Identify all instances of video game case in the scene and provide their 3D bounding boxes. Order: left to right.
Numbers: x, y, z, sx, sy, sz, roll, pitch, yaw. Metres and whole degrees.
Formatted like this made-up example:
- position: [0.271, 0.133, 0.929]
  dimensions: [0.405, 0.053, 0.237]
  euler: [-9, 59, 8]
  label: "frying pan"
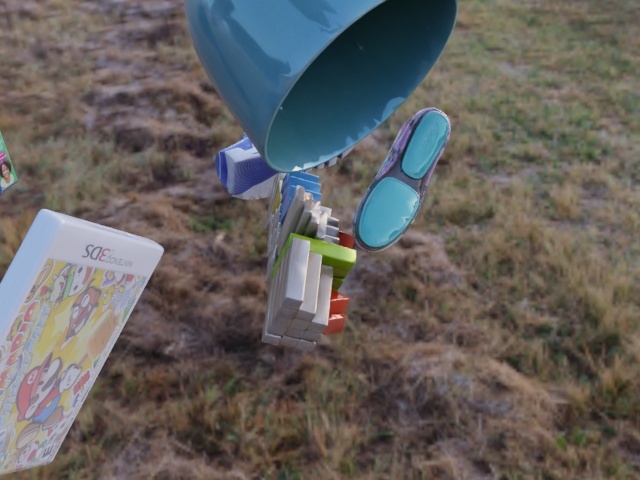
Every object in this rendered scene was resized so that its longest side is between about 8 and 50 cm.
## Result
- position: [-0.224, 0.091, 0.807]
  dimensions: [0.026, 0.227, 0.206]
  euler: [29, 0, 14]
  label: "video game case"

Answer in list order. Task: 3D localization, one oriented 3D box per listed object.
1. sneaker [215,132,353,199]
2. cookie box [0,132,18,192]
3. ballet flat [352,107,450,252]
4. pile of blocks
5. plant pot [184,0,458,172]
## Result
- position: [-0.096, -0.207, 1.968]
  dimensions: [0.315, 0.127, 0.182]
  euler: [-24, 55, -33]
  label: "sneaker"
- position: [-0.450, -0.113, 1.255]
  dimensions: [0.092, 0.107, 0.040]
  euler: [-4, 26, 19]
  label: "cookie box"
- position: [0.102, -0.077, 1.304]
  dimensions: [0.221, 0.077, 0.079]
  euler: [-62, 15, -15]
  label: "ballet flat"
- position: [0.000, 0.000, 1.252]
  dimensions: [0.113, 0.149, 0.362]
  euler: [15, 29, -12]
  label: "pile of blocks"
- position: [-0.024, -0.264, 1.173]
  dimensions: [0.293, 0.293, 0.235]
  euler: [-28, 68, -37]
  label: "plant pot"
